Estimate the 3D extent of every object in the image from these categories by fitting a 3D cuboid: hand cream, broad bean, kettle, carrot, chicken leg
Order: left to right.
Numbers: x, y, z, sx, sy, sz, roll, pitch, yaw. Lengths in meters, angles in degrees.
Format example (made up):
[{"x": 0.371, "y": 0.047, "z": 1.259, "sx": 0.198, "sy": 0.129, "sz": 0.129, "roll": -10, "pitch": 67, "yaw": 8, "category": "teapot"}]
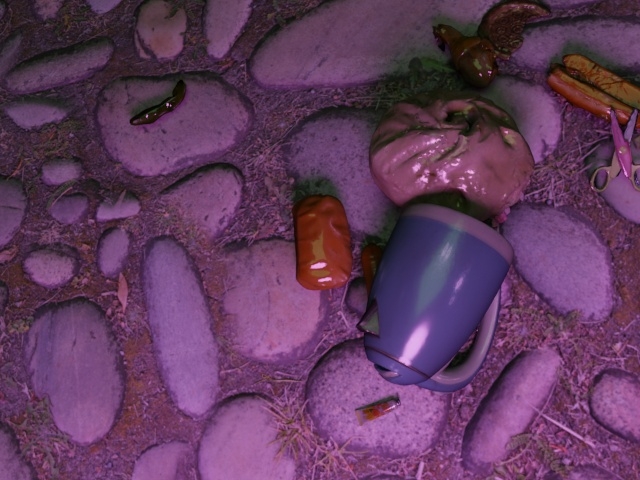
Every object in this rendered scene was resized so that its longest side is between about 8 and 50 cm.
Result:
[{"x": -0.444, "y": -0.376, "z": 1.366, "sx": 0.195, "sy": 0.046, "sz": 0.061, "roll": -45, "pitch": 60, "yaw": -10, "category": "broad bean"}, {"x": 0.127, "y": 0.131, "z": 1.107, "sx": 0.066, "sy": 0.062, "sz": 0.271, "roll": -4, "pitch": 74, "yaw": 4, "category": "carrot"}, {"x": 0.127, "y": 0.371, "z": 1.058, "sx": 0.102, "sy": 0.022, "sz": 0.035, "roll": -23, "pitch": 76, "yaw": 7, "category": "hand cream"}, {"x": 0.242, "y": 0.147, "z": 1.002, "sx": 0.319, "sy": 0.247, "sz": 0.342, "roll": 30, "pitch": 78, "yaw": -17, "category": "kettle"}, {"x": 0.374, "y": -0.484, "z": 1.241, "sx": 0.103, "sy": 0.088, "sz": 0.227, "roll": -33, "pitch": 65, "yaw": 9, "category": "chicken leg"}]

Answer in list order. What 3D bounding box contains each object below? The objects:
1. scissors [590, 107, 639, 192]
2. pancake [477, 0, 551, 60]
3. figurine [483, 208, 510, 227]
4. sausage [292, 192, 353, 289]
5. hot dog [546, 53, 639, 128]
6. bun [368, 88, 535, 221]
[{"x": 0.681, "y": -0.201, "z": 1.095, "sx": 0.134, "sy": 0.020, "sz": 0.187, "roll": -2, "pitch": 99, "yaw": 8, "category": "scissors"}, {"x": 0.505, "y": -0.549, "z": 1.265, "sx": 0.184, "sy": 0.020, "sz": 0.190, "roll": 3, "pitch": 74, "yaw": 10, "category": "pancake"}, {"x": 0.376, "y": -0.047, "z": 1.121, "sx": 0.129, "sy": 0.054, "sz": 0.072, "roll": -42, "pitch": 59, "yaw": -6, "category": "figurine"}, {"x": 0.000, "y": 0.000, "z": 1.138, "sx": 0.136, "sy": 0.120, "sz": 0.241, "roll": -6, "pitch": 72, "yaw": -7, "category": "sausage"}, {"x": 0.658, "y": -0.350, "z": 1.152, "sx": 0.109, "sy": 0.072, "sz": 0.269, "roll": -45, "pitch": 70, "yaw": -3, "category": "hot dog"}, {"x": 0.292, "y": -0.205, "z": 1.075, "sx": 0.362, "sy": 0.234, "sz": 0.326, "roll": 8, "pitch": 55, "yaw": 2, "category": "bun"}]
